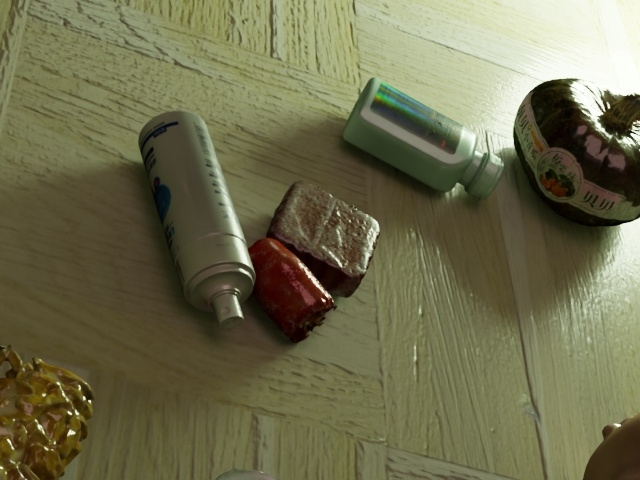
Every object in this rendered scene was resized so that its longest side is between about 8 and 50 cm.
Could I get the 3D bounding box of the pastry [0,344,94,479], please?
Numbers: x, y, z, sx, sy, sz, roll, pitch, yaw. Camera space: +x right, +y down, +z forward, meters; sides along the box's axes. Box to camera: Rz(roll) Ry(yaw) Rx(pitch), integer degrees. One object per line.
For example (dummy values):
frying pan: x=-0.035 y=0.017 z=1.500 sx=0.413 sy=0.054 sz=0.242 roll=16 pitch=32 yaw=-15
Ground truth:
pastry: x=-0.311 y=0.195 z=1.287 sx=0.154 sy=0.102 sz=0.250 roll=30 pitch=41 yaw=-7

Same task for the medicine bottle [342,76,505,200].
medicine bottle: x=0.150 y=-0.137 z=1.950 sx=0.229 sy=0.083 sz=0.121 roll=29 pitch=37 yaw=-5

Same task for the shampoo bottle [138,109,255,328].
shampoo bottle: x=-0.144 y=-0.019 z=1.631 sx=0.092 sy=0.092 sz=0.303 roll=4 pitch=48 yaw=-30

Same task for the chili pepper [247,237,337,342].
chili pepper: x=-0.046 y=0.056 z=1.631 sx=0.070 sy=0.073 sz=0.123 roll=-21 pitch=60 yaw=-37

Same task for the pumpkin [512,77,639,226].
pumpkin: x=0.422 y=-0.145 z=2.052 sx=0.260 sy=0.189 sz=0.260 roll=19 pitch=40 yaw=-18

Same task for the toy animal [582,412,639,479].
toy animal: x=0.401 y=0.334 z=1.513 sx=0.269 sy=0.237 sz=0.326 roll=-1 pitch=47 yaw=-28

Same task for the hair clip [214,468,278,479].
hair clip: x=-0.072 y=0.283 z=1.398 sx=0.172 sy=0.049 sz=0.116 roll=7 pitch=50 yaw=-31

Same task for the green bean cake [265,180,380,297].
green bean cake: x=0.000 y=0.000 z=1.730 sx=0.135 sy=0.056 sz=0.135 roll=28 pitch=41 yaw=-4
